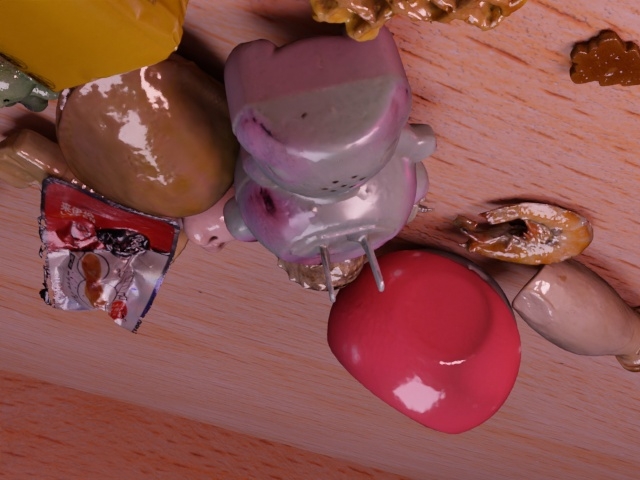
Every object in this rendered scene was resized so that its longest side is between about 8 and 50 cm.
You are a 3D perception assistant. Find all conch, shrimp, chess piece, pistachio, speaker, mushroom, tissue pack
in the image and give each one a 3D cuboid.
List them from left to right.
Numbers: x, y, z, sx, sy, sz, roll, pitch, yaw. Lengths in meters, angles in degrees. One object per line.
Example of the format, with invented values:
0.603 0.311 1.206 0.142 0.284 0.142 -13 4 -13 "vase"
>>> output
-0.265 -0.257 0.886 0.192 0.134 0.271 -6 154 34 "tissue pack"
-0.329 -0.062 1.440 0.137 0.137 0.301 -10 146 41 "chess piece"
-0.200 -0.125 1.156 0.213 0.162 0.260 -32 143 10 "pistachio"
0.000 0.000 1.457 0.155 0.130 0.207 47 -161 10 "conch"
0.156 0.144 1.507 0.294 0.294 0.294 9 158 4 "speaker"
0.272 -0.018 1.376 0.188 0.051 0.132 -2 137 14 "shrimp"
0.404 0.111 1.525 0.350 0.128 0.128 22 156 -35 "mushroom"

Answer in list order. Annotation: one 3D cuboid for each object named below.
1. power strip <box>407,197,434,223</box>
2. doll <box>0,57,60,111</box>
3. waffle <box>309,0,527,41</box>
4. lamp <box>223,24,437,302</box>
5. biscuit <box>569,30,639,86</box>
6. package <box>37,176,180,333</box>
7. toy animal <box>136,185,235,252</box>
0.043 -0.061 1.376 0.227 0.029 0.080 12 158 -4 "power strip"
-0.369 -0.181 1.216 0.115 0.077 0.150 21 170 2 "doll"
0.075 -0.244 0.855 0.253 0.056 0.249 13 157 6 "waffle"
0.013 -0.070 1.088 0.247 0.247 0.301 -15 159 -6 "lamp"
0.291 -0.175 1.001 0.092 0.016 0.082 12 153 -7 "biscuit"
-0.302 0.029 1.422 0.194 0.071 0.269 12 131 -6 "package"
-0.142 -0.032 1.380 0.213 0.124 0.124 17 162 21 "toy animal"
